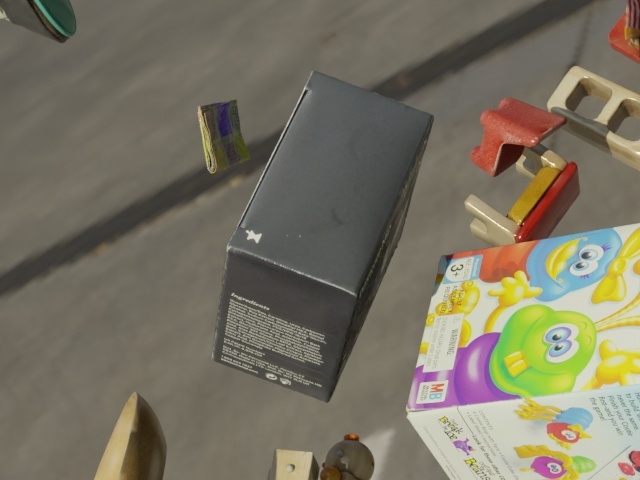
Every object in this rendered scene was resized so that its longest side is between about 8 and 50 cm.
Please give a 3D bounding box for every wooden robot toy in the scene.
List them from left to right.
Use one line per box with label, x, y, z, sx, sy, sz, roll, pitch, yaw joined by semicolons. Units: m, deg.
wooden robot toy;0.005;0.172;1.302;0.076;0.173;0.079;-5;61;28

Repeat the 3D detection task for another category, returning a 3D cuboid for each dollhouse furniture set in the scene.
dollhouse furniture set;0.299;-0.155;1.796;0.152;0.201;0.374;30;74;24

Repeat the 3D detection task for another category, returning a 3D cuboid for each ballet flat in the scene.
ballet flat;-0.268;-0.230;1.496;0.074;0.203;0.074;-10;54;14

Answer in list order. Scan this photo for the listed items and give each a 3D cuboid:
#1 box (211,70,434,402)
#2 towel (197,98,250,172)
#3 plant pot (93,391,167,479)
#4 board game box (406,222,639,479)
box;0.000;0.000;1.246;0.158;0.093;0.156;101;-169;-58
towel;-0.086;-0.094;1.636;0.009;0.060;0.083;-9;6;22
plant pot;-0.143;0.214;1.173;0.236;0.032;0.236;-160;90;-82
board game box;0.218;0.084;1.192;0.275;0.144;0.142;-10;44;27
